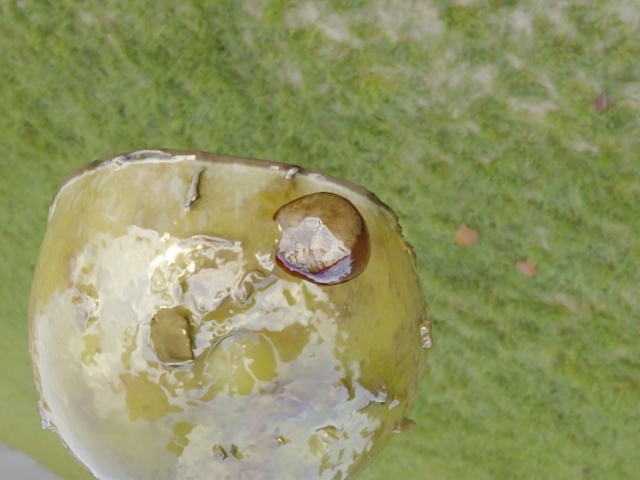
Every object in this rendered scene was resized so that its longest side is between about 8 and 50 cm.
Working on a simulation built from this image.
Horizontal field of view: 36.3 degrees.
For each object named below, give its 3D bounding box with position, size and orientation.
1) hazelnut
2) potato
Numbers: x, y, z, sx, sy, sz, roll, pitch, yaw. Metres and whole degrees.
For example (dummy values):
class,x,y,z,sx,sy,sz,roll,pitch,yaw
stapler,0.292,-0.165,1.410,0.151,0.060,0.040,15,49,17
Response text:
class,x,y,z,sx,sy,sz,roll,pitch,yaw
hazelnut,0.000,0.000,0.792,0.086,0.086,0.086,25,153,14
potato,-0.090,0.130,1.038,0.442,0.319,0.385,10,156,-21
